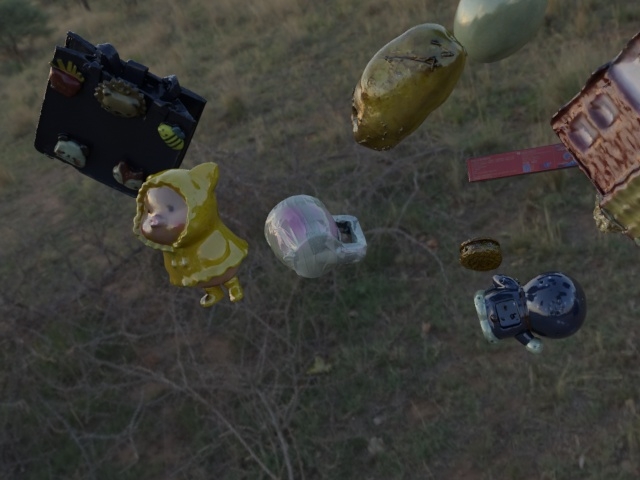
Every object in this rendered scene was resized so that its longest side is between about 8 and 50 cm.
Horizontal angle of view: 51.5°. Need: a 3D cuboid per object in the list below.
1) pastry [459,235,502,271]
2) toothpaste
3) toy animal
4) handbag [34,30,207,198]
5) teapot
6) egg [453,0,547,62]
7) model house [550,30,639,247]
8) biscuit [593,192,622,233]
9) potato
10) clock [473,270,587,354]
[{"bbox_3d":[0.368,0.031,1.520,0.097,0.109,0.057,8,58,-4],"label":"pastry"},{"bbox_3d":[0.530,-0.197,1.651,0.320,0.066,0.076,-7,0,20],"label":"toothpaste"},{"bbox_3d":[-0.194,-0.006,1.039,0.156,0.230,0.156,-17,18,6],"label":"toy animal"},{"bbox_3d":[-0.426,-0.247,1.399,0.329,0.303,0.122,-50,19,49],"label":"handbag"},{"bbox_3d":[-0.009,0.011,1.546,0.163,0.221,0.178,-55,36,18],"label":"teapot"},{"bbox_3d":[0.409,-0.521,1.511,0.186,0.186,0.253,-49,-2,-44],"label":"egg"},{"bbox_3d":[0.444,-0.109,0.810,0.159,0.254,0.196,-9,-26,-32],"label":"model house"},{"bbox_3d":[0.585,-0.060,1.200,0.168,0.070,0.082,-9,52,11],"label":"biscuit"},{"bbox_3d":[0.167,-0.316,1.391,0.300,0.173,0.140,-47,-1,31],"label":"potato"},{"bbox_3d":[0.490,0.162,1.535,0.243,0.200,0.146,-15,-9,17],"label":"clock"}]
